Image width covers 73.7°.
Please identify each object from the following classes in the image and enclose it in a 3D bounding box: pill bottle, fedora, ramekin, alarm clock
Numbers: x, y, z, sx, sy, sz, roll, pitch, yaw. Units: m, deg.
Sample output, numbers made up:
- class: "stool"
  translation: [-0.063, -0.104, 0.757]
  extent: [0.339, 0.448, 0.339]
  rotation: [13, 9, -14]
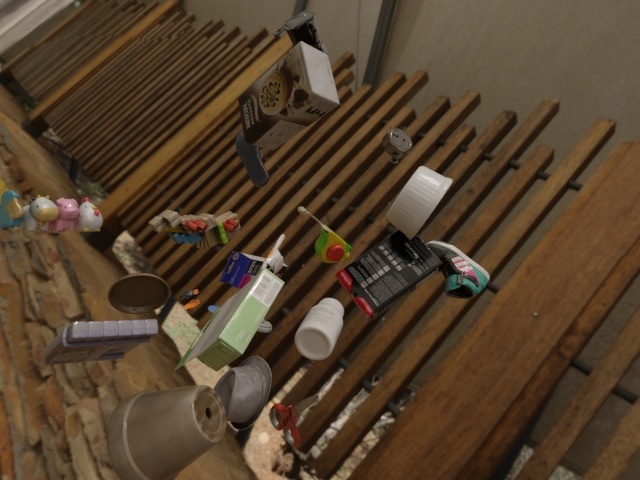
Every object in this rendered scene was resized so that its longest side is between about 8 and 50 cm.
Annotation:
- class: "pill bottle"
  translation: [0.006, 0.292, 1.457]
  extent: [0.131, 0.131, 0.229]
  rotation: [44, 25, -2]
- class: "fedora"
  translation: [-0.313, 0.570, 1.609]
  extent: [0.124, 0.275, 0.244]
  rotation: [21, 7, -41]
- class: "ramekin"
  translation: [0.372, -0.152, 1.644]
  extent: [0.135, 0.277, 0.277]
  rotation: [36, -11, 8]
- class: "alarm clock"
  translation: [0.329, -0.403, 1.824]
  extent: [0.129, 0.192, 0.064]
  rotation: [26, -30, -15]

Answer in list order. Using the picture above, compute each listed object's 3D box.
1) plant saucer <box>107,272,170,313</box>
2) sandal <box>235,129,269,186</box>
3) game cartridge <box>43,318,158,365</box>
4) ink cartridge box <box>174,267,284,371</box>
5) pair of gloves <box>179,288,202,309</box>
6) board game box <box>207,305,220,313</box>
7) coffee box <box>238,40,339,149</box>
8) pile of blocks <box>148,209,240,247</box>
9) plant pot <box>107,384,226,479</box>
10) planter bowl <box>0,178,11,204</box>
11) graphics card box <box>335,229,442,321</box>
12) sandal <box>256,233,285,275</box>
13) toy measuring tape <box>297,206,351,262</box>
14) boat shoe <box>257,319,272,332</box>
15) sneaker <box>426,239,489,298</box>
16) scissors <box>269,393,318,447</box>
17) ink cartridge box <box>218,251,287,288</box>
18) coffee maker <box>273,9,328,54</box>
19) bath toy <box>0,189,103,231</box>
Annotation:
- class: "plant saucer"
  translation: [-0.876, 0.253, 2.067]
  extent: [0.278, 0.278, 0.041]
  rotation: [54, 7, -45]
- class: "sandal"
  translation: [-0.270, -0.327, 1.696]
  extent: [0.054, 0.097, 0.254]
  rotation: [28, 44, -74]
- class: "game cartridge"
  translation: [-0.659, 0.307, 1.259]
  extent: [0.355, 0.230, 0.068]
  rotation: [-31, -114, 42]
- class: "ink cartridge box"
  translation: [-0.179, 0.168, 0.821]
  extent: [0.056, 0.171, 0.235]
  rotation: [38, -44, -10]
- class: "pair of gloves"
  translation: [-0.491, 0.221, 1.617]
  extent: [0.083, 0.074, 0.010]
  rotation: [57, -24, 35]
- class: "board game box"
  translation: [-0.443, 0.345, 1.986]
  extent: [0.169, 0.033, 0.133]
  rotation: [12, 6, -29]
- class: "coffee box"
  translation: [-0.103, -0.415, 1.267]
  extent: [0.119, 0.297, 0.168]
  rotation: [4, 69, -47]
- class: "pile of blocks"
  translation: [-0.444, -0.034, 1.597]
  extent: [0.362, 0.149, 0.112]
  rotation: [-1, 11, -43]
- class: "plant pot"
  translation: [-0.488, 0.628, 1.438]
  extent: [0.323, 0.280, 0.323]
  rotation: [59, 12, -21]
- class: "planter bowl"
  translation: [-1.155, -0.116, 1.530]
  extent: [0.090, 0.217, 0.217]
  rotation: [26, 2, -35]
- class: "graphics card box"
  translation: [0.277, 0.128, 1.737]
  extent: [0.233, 0.371, 0.094]
  rotation: [51, -6, 27]
- class: "sandal"
  translation: [-0.181, 0.077, 1.753]
  extent: [0.076, 0.265, 0.102]
  rotation: [30, -42, -3]
- class: "toy measuring tape"
  translation: [0.000, 0.000, 1.619]
  extent: [0.330, 0.121, 0.121]
  rotation: [38, -4, -40]
- class: "boat shoe"
  translation: [-0.247, 0.311, 1.651]
  extent: [0.083, 0.076, 0.226]
  rotation: [8, -9, 21]
- class: "sneaker"
  translation: [0.535, 0.138, 1.755]
  extent: [0.295, 0.178, 0.124]
  rotation: [34, -36, 9]
- class: "scissors"
  translation: [-0.068, 0.383, 0.970]
  extent: [0.109, 0.021, 0.297]
  rotation: [45, -39, 27]
- class: "ink cartridge box"
  translation: [-0.345, 0.173, 2.246]
  extent: [0.069, 0.176, 0.371]
  rotation: [34, 10, 39]
- class: "coffee maker"
  translation: [-0.074, -0.782, 1.687]
  extent: [0.178, 0.171, 0.120]
  rotation: [62, 15, -48]
- class: "bath toy"
  translation: [-0.904, -0.095, 1.470]
  extent: [0.151, 0.129, 0.348]
  rotation: [-4, -1, 20]
